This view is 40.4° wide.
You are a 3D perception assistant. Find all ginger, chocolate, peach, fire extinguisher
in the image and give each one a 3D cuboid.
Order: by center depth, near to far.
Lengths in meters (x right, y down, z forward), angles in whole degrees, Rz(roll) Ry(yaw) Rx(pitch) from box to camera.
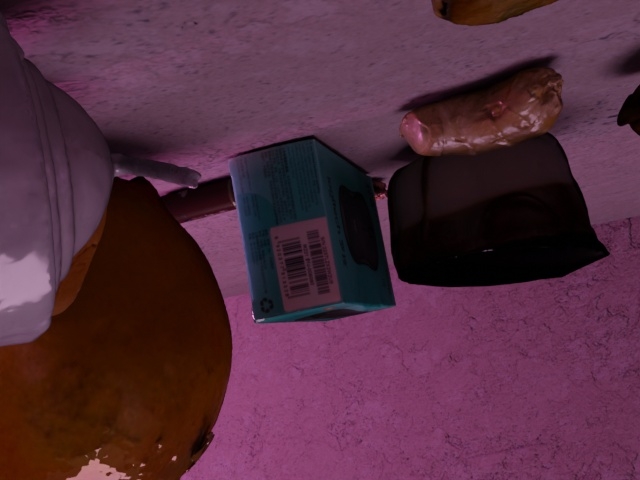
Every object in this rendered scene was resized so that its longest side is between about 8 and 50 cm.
[{"bbox_3d":[-0.262,0.098,0.893,0.372,0.373,0.290,-11,175,5],"label":"peach"},{"bbox_3d":[0.173,-0.130,0.923,0.190,0.069,0.095,-15,149,34],"label":"ginger"},{"bbox_3d":[-0.161,-0.050,1.140,0.158,0.043,0.064,-12,-145,17],"label":"fire extinguisher"},{"bbox_3d":[0.229,-0.048,1.169,0.283,0.186,0.283,-2,168,0],"label":"chocolate"}]

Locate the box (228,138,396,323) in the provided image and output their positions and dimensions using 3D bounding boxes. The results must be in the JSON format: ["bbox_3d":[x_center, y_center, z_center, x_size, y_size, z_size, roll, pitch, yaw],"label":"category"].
[{"bbox_3d":[0.000,0.000,1.134,0.118,0.205,0.311,-10,172,15],"label":"box"}]

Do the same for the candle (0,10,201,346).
[{"bbox_3d":[-0.267,-0.028,0.496,0.342,0.221,0.221,-8,172,-28],"label":"candle"}]

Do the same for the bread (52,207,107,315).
[{"bbox_3d":[-0.249,-0.021,0.665,0.140,0.160,0.169,24,-179,1],"label":"bread"}]

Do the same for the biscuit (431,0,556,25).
[{"bbox_3d":[0.133,-0.194,0.550,0.118,0.029,0.247,-17,172,-1],"label":"biscuit"}]

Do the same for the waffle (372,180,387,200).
[{"bbox_3d":[0.064,-0.072,1.338,0.075,0.029,0.083,-4,174,-24],"label":"waffle"}]

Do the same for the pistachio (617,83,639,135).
[{"bbox_3d":[0.407,-0.148,0.904,0.165,0.131,0.210,-9,-179,-38],"label":"pistachio"}]
